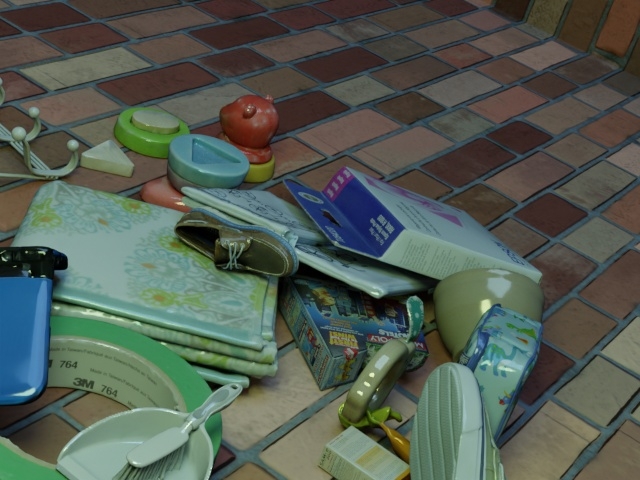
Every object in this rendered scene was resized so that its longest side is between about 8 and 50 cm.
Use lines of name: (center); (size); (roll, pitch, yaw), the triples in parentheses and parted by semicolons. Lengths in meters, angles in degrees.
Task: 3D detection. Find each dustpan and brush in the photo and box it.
dustpan and brush: (-0.154, 0.211, 1.301); (0.147, 0.060, 0.211); (32, 31, 21)

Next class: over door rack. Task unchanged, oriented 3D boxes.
over door rack: (-0.554, -0.170, 1.837); (0.324, 0.108, 0.239); (-14, 42, -44)

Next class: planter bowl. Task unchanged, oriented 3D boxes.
planter bowl: (0.240, 0.128, 1.764); (0.162, 0.162, 0.109); (13, 56, -10)

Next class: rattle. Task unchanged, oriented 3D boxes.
rattle: (0.124, 0.179, 1.579); (0.143, 0.130, 0.200); (22, 46, 29)

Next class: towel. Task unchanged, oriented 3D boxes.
towel: (-0.233, 0.056, 1.660); (0.375, 0.090, 0.320); (15, 26, -7)

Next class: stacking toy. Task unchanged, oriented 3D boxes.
stacking toy: (-0.218, -0.173, 2.017); (0.280, 0.130, 0.309); (22, 28, 5)

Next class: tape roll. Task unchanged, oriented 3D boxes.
tape roll: (-0.273, 0.208, 1.379); (0.321, 0.077, 0.321); (15, 28, -8)

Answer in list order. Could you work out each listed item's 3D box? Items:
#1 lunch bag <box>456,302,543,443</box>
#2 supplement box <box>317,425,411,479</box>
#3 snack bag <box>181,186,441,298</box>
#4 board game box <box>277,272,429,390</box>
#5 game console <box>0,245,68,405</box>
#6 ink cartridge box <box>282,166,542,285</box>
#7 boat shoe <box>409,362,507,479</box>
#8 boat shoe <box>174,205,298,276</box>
lunch bag: (0.212, 0.187, 1.589); (0.090, 0.176, 0.219); (25, 18, 8)
supplement box: (0.055, 0.275, 1.496); (0.098, 0.036, 0.062); (32, 32, 23)
snack bag: (0.000, 0.000, 1.821); (0.343, 0.037, 0.323); (26, 9, 19)
board game box: (0.045, 0.135, 1.710); (0.194, 0.060, 0.194); (11, 31, -14)
game console: (-0.443, 0.096, 1.390); (0.293, 0.173, 0.250); (-1, -2, -5)
ink cartridge box: (0.134, -0.023, 1.906); (0.330, 0.071, 0.324); (19, 13, -22)
boat shoe: (0.168, 0.289, 1.411); (0.094, 0.109, 0.302); (18, 58, -28)
boat shoe: (-0.117, 0.012, 1.658); (0.183, 0.066, 0.066); (20, 29, 26)
